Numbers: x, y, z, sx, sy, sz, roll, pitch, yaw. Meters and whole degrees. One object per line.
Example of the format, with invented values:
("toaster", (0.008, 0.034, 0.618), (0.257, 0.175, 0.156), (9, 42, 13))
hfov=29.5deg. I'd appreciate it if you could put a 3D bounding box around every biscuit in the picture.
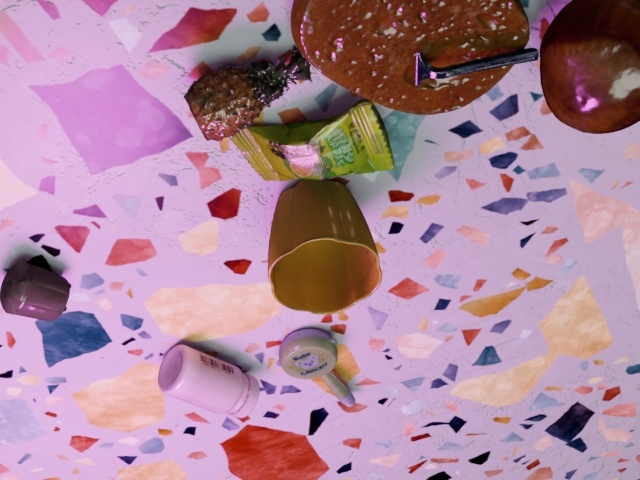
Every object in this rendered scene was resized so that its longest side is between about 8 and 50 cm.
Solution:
("biscuit", (0.145, -0.335, 1.809), (0.367, 0.063, 0.314), (22, 126, -32))

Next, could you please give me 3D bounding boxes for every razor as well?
("razor", (0.239, -0.266, 1.839), (0.190, 0.033, 0.066), (-9, 138, -6))

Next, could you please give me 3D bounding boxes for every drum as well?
("drum", (0.021, 0.254, 2.441), (0.130, 0.049, 0.253), (-35, 132, 26))

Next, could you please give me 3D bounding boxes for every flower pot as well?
("flower pot", (0.000, 0.000, 2.061), (0.195, 0.179, 0.195), (-4, 137, -4))

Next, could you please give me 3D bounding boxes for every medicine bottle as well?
("medicine bottle", (-0.218, 0.280, 2.386), (0.186, 0.103, 0.103), (26, 127, -34))

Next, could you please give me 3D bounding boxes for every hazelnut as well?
("hazelnut", (0.438, -0.270, 1.835), (0.229, 0.229, 0.229), (-5, 138, -5))

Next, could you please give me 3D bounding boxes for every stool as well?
("stool", (-0.502, 0.092, 2.138), (0.110, 0.096, 0.096), (20, 131, -37))

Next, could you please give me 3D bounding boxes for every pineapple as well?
("pineapple", (-0.104, -0.228, 1.858), (0.197, 0.108, 0.108), (-24, 137, 3))

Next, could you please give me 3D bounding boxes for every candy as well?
("candy", (-0.012, -0.146, 1.969), (0.246, 0.069, 0.149), (-6, 138, 21))
